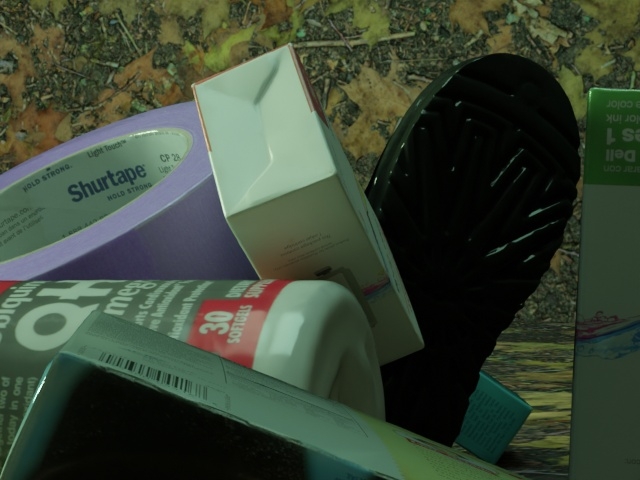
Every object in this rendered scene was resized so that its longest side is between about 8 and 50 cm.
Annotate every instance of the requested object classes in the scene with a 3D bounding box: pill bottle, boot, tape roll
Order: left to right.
[{"bbox_3d":[-0.137,0.108,0.894,0.318,0.176,0.176,-1,1,16],"label":"pill bottle"},{"bbox_3d":[-0.152,0.009,1.113,0.274,0.090,0.275,-21,19,8],"label":"tape roll"},{"bbox_3d":[0.022,0.030,1.183,0.131,0.348,0.260,30,-8,-22],"label":"boot"}]

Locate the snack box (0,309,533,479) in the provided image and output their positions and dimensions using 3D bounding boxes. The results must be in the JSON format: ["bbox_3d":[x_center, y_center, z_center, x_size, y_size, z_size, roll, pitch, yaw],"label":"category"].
[{"bbox_3d":[0.055,0.112,0.586,0.321,0.060,0.187,22,0,-4],"label":"snack box"}]

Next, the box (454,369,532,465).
[{"bbox_3d":[0.055,0.089,1.400,0.244,0.060,0.100,35,1,-1],"label":"box"}]

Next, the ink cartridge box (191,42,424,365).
[{"bbox_3d":[0.000,0.000,0.970,0.067,0.115,0.198,-22,-44,5],"label":"ink cartridge box"}]

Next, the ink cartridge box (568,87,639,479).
[{"bbox_3d":[0.237,0.042,1.163,0.117,0.278,0.201,3,1,11],"label":"ink cartridge box"}]
